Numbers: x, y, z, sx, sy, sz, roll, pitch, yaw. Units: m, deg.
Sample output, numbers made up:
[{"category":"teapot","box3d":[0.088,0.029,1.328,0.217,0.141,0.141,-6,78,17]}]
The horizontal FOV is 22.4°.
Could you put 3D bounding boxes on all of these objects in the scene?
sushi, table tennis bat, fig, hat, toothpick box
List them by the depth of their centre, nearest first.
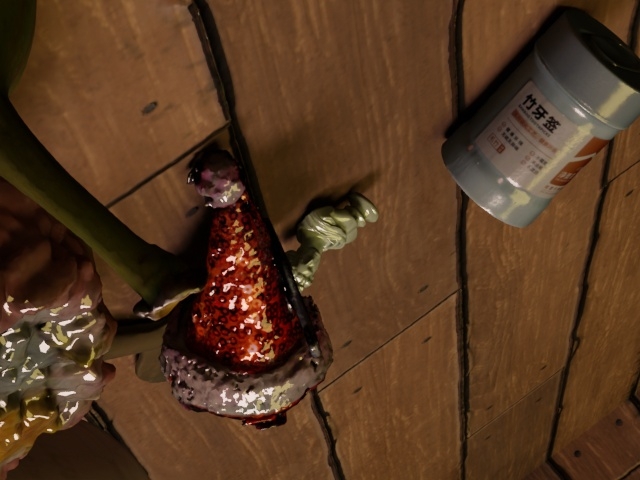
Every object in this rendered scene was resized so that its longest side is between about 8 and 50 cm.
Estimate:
[{"category":"fig","box3d":[-0.152,-0.056,0.587,0.151,0.259,0.151,-26,151,-16]},{"category":"sushi","box3d":[-0.216,0.039,0.814,0.236,0.171,0.270,-34,162,-13]},{"category":"hat","box3d":[-0.058,0.022,1.154,0.129,0.140,0.227,2,131,7]},{"category":"table tennis bat","box3d":[-0.108,0.071,1.287,0.131,0.022,0.234,-48,160,23]},{"category":"toothpick box","box3d":[0.183,-0.097,1.298,0.153,0.101,0.101,-49,158,26]}]

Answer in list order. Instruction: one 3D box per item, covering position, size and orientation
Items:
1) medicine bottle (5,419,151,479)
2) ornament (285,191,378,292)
[{"category":"medicine bottle","box3d":[-0.267,0.230,1.028,0.302,0.241,0.241,6,133,-50]},{"category":"ornament","box3d":[0.002,-0.002,1.286,0.092,0.041,0.068,-51,164,6]}]
